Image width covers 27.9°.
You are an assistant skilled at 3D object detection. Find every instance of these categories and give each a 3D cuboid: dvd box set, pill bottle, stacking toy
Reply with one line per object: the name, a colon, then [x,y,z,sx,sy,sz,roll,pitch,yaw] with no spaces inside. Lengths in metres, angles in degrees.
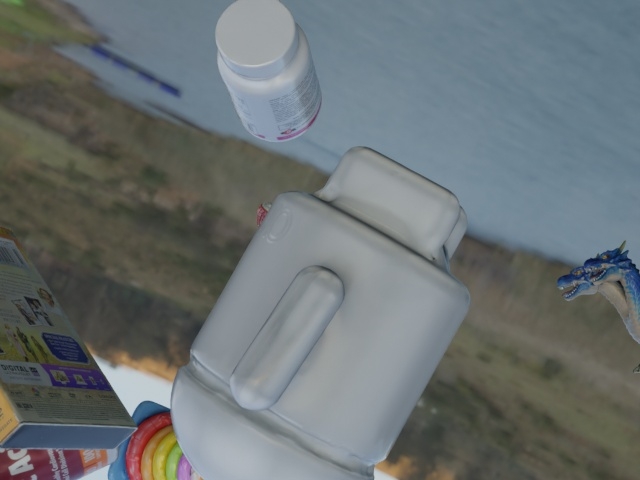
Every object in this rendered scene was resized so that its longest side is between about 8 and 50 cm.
dvd box set: [-0.476,0.132,1.941,0.420,0.062,0.307,53,-168,21]
pill bottle: [-0.558,0.350,2.163,0.224,0.392,0.224,48,152,38]
stacking toy: [-0.226,0.402,2.298,0.165,0.175,0.301,33,162,-33]
pill bottle: [-0.090,-0.296,2.235,0.160,0.160,0.283,26,166,14]

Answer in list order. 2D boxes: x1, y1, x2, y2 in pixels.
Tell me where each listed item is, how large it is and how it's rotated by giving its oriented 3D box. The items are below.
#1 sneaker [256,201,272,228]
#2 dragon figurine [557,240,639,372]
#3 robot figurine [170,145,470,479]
sneaker: [0.000,0.000,2.074,0.225,0.093,0.088,28,146,1]
dragon figurine: [0.409,0.068,1.420,0.289,0.144,0.085,-4,174,-11]
robot figurine: [-0.002,0.096,1.147,0.199,0.353,0.300,29,178,17]
